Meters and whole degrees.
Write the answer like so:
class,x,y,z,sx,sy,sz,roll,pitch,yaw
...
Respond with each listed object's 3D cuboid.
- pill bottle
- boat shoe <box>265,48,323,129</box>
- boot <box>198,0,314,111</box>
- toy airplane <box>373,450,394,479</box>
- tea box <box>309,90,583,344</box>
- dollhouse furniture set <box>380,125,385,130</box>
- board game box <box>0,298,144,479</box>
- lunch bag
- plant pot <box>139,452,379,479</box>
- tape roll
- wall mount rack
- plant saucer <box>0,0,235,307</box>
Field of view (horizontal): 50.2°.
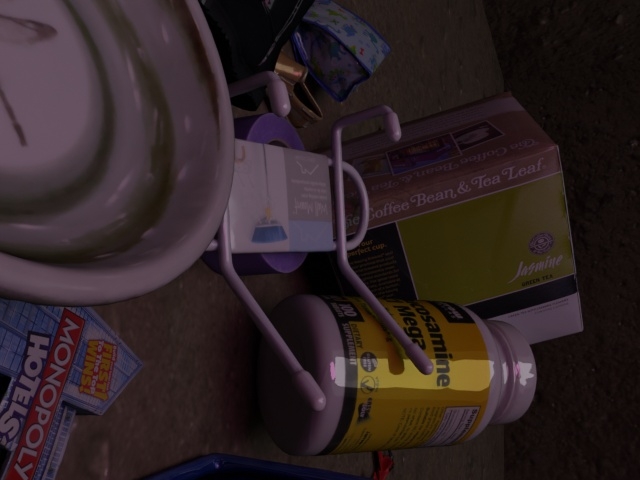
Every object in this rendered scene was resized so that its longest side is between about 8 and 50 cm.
class,x,y,z,sx,sy,sz,roll,pitch,yaw
pill bottle,0.103,0.168,0.869,0.333,0.188,0.188,5,79,-28
boat shoe,-0.050,-0.226,0.921,0.190,0.072,0.068,52,41,-51
boot,-0.079,-0.284,0.747,0.207,0.094,0.246,-65,161,-10
toy airplane,0.108,0.416,1.219,0.151,0.028,0.151,-3,90,-67
tea box,0.185,-0.003,1.038,0.220,0.328,0.324,-96,169,-58
dollhouse furniture set,0.153,-0.120,1.422,0.151,0.123,0.144,113,-7,-54
board game box,-0.218,0.106,0.495,0.194,0.060,0.194,50,42,-52
lunch bag,0.021,-0.311,1.076,0.151,0.096,0.129,46,36,-12
plant pot,-0.066,0.329,0.598,0.236,0.235,0.212,11,81,-66
tape roll,-0.079,-0.053,0.816,0.189,0.080,0.189,-4,90,-66
wall mount rack,0.000,0.000,0.703,0.350,0.130,0.305,0,84,-53
plant saucer,-0.214,-0.140,0.438,0.400,0.100,0.401,43,36,-42
